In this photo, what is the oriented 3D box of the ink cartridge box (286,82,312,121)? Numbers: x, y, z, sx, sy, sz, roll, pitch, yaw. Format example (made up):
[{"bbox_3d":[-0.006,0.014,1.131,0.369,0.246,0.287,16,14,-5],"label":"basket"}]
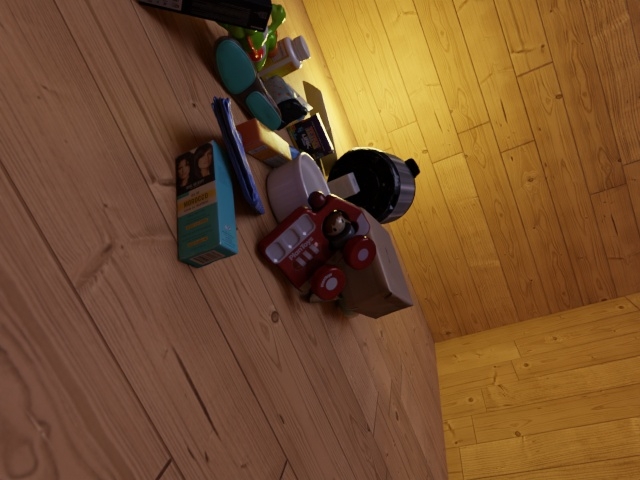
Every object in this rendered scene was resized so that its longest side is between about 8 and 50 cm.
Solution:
[{"bbox_3d":[-0.122,-0.570,1.653,0.180,0.060,0.104,43,24,-10],"label":"ink cartridge box"}]

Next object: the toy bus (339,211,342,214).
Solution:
[{"bbox_3d":[0.111,-0.041,1.814,0.105,0.202,0.191,-60,144,-27],"label":"toy bus"}]

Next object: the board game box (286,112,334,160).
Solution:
[{"bbox_3d":[-0.041,-0.417,1.704,0.171,0.140,0.048,64,18,-17],"label":"board game box"}]

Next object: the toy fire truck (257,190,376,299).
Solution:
[{"bbox_3d":[0.000,0.000,1.166,0.169,0.302,0.254,35,-15,52],"label":"toy fire truck"}]

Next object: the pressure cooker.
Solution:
[{"bbox_3d":[0.262,-0.251,2.007,0.420,0.369,0.377,-10,113,-61],"label":"pressure cooker"}]

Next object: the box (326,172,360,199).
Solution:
[{"bbox_3d":[0.070,-0.218,1.775,0.091,0.170,0.130,67,18,-7],"label":"box"}]

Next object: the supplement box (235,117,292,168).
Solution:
[{"bbox_3d":[-0.173,-0.299,1.293,0.233,0.080,0.078,16,58,-71],"label":"supplement box"}]

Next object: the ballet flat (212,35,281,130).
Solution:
[{"bbox_3d":[-0.234,-0.491,1.286,0.342,0.116,0.124,48,9,-49],"label":"ballet flat"}]

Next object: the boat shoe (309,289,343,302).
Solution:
[{"bbox_3d":[0.018,0.158,1.351,0.254,0.095,0.079,23,51,-69],"label":"boat shoe"}]

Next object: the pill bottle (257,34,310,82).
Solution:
[{"bbox_3d":[-0.149,-0.670,1.524,0.117,0.214,0.118,-19,90,-73],"label":"pill bottle"}]

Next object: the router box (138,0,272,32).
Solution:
[{"bbox_3d":[-0.289,-0.664,1.024,0.308,0.081,0.243,1,63,-25],"label":"router box"}]

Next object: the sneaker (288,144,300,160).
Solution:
[{"bbox_3d":[-0.093,-0.266,1.511,0.209,0.069,0.082,48,32,-50],"label":"sneaker"}]

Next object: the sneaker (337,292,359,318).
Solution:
[{"bbox_3d":[0.077,0.158,1.536,0.151,0.094,0.256,48,25,-47],"label":"sneaker"}]

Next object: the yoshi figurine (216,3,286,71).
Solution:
[{"bbox_3d":[-0.224,-0.679,1.274,0.202,0.204,0.362,35,11,-11],"label":"yoshi figurine"}]

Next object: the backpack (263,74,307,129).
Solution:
[{"bbox_3d":[-0.146,-0.504,1.489,0.115,0.151,0.182,60,6,-56],"label":"backpack"}]

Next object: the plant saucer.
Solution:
[{"bbox_3d":[0.008,-0.525,1.929,0.333,0.080,0.333,70,7,-64],"label":"plant saucer"}]

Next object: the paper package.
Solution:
[{"bbox_3d":[0.182,0.094,1.496,0.309,0.168,0.325,30,40,-58],"label":"paper package"}]

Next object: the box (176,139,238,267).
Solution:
[{"bbox_3d":[-0.234,-0.076,0.836,0.060,0.100,0.245,40,35,-59],"label":"box"}]

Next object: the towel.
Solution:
[{"bbox_3d":[-0.186,-0.189,1.011,0.336,0.040,0.244,-178,-111,-86],"label":"towel"}]

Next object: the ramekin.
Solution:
[{"bbox_3d":[-0.062,-0.135,1.357,0.277,0.135,0.278,-20,90,-73],"label":"ramekin"}]
